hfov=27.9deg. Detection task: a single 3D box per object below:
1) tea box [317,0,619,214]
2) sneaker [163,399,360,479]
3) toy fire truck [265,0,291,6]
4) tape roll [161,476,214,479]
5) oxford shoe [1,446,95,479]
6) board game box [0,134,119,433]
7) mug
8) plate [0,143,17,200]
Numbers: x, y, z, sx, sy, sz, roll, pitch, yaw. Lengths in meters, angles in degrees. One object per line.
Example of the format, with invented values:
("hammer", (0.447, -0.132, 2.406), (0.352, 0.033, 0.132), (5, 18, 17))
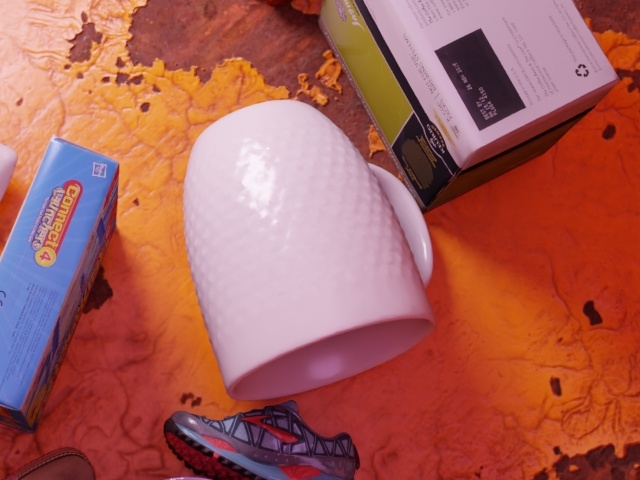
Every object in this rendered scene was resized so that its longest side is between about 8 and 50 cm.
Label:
("tea box", (0.178, -0.254, 1.713), (0.220, 0.323, 0.329), (-26, 83, -13))
("sneaker", (-0.075, 0.263, 1.681), (0.262, 0.104, 0.125), (22, 60, -10))
("toy fire truck", (-0.006, -0.475, 1.773), (0.302, 0.254, 0.169), (-29, 83, -14))
("tape roll", (-0.164, 0.434, 1.598), (0.274, 0.090, 0.275), (0, 77, -2))
("oxford shoe", (-0.373, 0.396, 1.537), (0.348, 0.130, 0.123), (-50, 129, -29))
("board game box", (-0.338, 0.066, 1.566), (0.086, 0.302, 0.308), (20, 75, -4))
("mug", (0.000, 0.000, 1.677), (0.374, 0.276, 0.328), (-4, 67, -41))
("plate", (-0.564, -0.044, 1.640), (0.277, 0.045, 0.278), (21, 74, -5))
